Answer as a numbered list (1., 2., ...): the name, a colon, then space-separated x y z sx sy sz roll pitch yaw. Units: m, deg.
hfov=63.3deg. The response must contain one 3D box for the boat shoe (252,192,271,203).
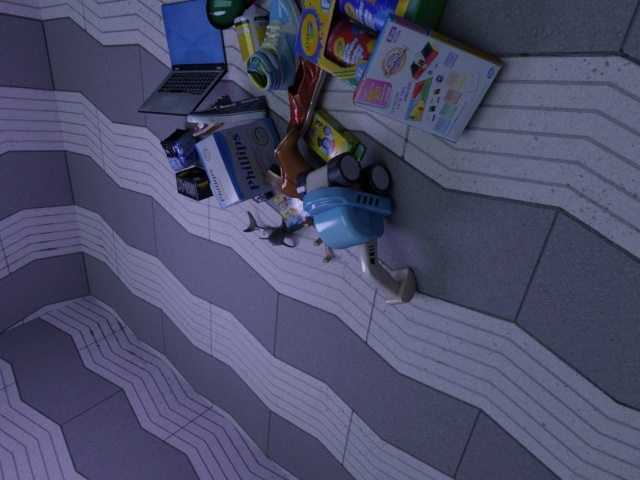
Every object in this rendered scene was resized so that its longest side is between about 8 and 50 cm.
1. boat shoe: -0.283 -0.193 2.190 0.183 0.065 0.083 -10 101 46

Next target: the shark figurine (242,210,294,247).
1. shark figurine: -0.201 -0.051 2.184 0.278 0.166 0.116 29 104 54

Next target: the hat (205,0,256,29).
1. hat: -0.270 -0.799 1.787 0.183 0.172 0.209 38 132 26

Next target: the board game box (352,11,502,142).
1. board game box: 0.276 -0.423 1.378 0.316 0.064 0.242 19 128 -10

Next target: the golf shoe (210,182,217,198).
1. golf shoe: -0.391 -0.283 2.220 0.140 0.115 0.307 33 132 24

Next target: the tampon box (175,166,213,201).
1. tampon box: -0.572 -0.263 2.398 0.160 0.120 0.102 22 126 36

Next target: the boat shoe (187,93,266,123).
1. boat shoe: -0.358 -0.503 1.974 0.108 0.300 0.102 -106 10 -75

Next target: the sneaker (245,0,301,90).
1. sneaker: -0.162 -0.651 1.730 0.127 0.208 0.319 15 120 41

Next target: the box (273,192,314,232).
1. box: -0.076 -0.141 2.028 0.233 0.044 0.159 -27 91 48

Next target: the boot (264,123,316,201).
1. boot: -0.063 -0.255 1.830 0.220 0.109 0.284 28 128 0

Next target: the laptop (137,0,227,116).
1. laptop: -0.587 -0.735 2.098 0.381 0.408 0.236 15 154 40

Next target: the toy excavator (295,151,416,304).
1. toy excavator: 0.134 -0.017 1.727 0.222 0.432 0.446 -14 72 47

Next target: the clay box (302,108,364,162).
1. clay box: 0.044 -0.338 1.803 0.222 0.053 0.128 46 135 19

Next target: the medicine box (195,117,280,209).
1. medicine box: -0.281 -0.294 1.969 0.149 0.289 0.264 -15 100 47

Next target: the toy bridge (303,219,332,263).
1. toy bridge: 0.000 0.000 2.010 0.026 0.063 0.188 -6 120 45

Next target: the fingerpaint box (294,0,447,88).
1. fingerpaint box: 0.145 -0.670 1.450 0.371 0.163 0.445 39 133 23

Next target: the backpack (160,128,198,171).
1. backpack: -0.626 -0.403 2.362 0.116 0.158 0.174 8 130 22

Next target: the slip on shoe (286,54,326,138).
1. slip on shoe: -0.070 -0.491 1.773 0.123 0.101 0.331 -108 30 -42

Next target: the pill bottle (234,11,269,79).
1. pill bottle: -0.226 -0.687 1.841 0.119 0.119 0.209 5 113 43

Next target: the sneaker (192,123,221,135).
1. sneaker: -0.497 -0.509 2.247 0.185 0.069 0.084 -14 91 41
